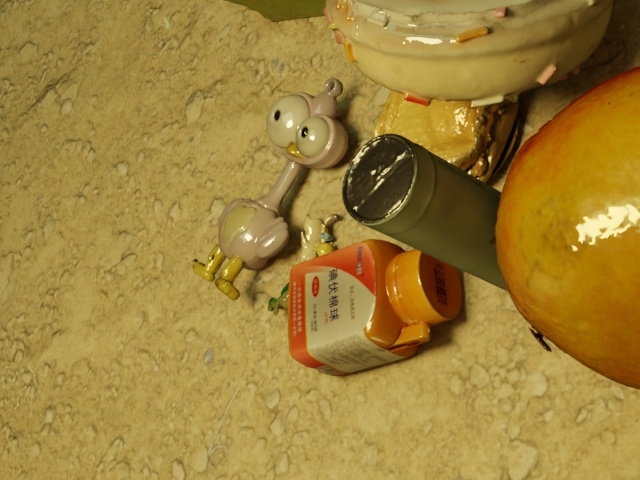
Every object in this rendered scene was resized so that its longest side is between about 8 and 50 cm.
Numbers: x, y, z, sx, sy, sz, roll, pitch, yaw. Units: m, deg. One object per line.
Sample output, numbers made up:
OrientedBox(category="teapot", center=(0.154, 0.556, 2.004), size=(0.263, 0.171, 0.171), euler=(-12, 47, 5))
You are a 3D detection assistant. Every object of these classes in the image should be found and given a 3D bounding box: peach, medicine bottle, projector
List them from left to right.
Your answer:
OrientedBox(category="medicine bottle", center=(0.069, 0.083, 1.536), size=(0.222, 0.112, 0.149), euler=(-20, 57, 35))
OrientedBox(category="projector", center=(0.170, -0.021, 1.338), size=(0.108, 0.337, 0.108), euler=(-18, 62, 37))
OrientedBox(category="peach", center=(0.365, -0.011, 1.188), size=(0.372, 0.290, 0.373), euler=(-15, 63, 33))

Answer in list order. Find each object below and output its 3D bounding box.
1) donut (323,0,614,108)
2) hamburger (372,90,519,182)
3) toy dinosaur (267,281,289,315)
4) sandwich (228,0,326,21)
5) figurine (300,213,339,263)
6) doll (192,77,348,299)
OrientedBox(category="donut", center=(0.193, -0.297, 1.481), size=(0.382, 0.142, 0.383), euler=(-6, 32, 4))
OrientedBox(category="hamburger", center=(0.165, -0.155, 1.569), size=(0.213, 0.108, 0.214), euler=(-18, 60, 35))
OrientedBox(category="toy dinosaur", center=(-0.036, 0.072, 1.704), size=(0.119, 0.029, 0.060), euler=(-44, 30, 14))
OrientedBox(category="sandwich", center=(-0.047, -0.409, 1.885), size=(0.212, 0.245, 0.063), euler=(158, 127, -76))
OrientedBox(category="figurine", center=(0.000, 0.000, 1.693), size=(0.050, 0.047, 0.083), euler=(-4, 72, 30))
OrientedBox(category="doll", center=(-0.064, -0.085, 1.752), size=(0.160, 0.094, 0.365), euler=(31, 94, 51))
